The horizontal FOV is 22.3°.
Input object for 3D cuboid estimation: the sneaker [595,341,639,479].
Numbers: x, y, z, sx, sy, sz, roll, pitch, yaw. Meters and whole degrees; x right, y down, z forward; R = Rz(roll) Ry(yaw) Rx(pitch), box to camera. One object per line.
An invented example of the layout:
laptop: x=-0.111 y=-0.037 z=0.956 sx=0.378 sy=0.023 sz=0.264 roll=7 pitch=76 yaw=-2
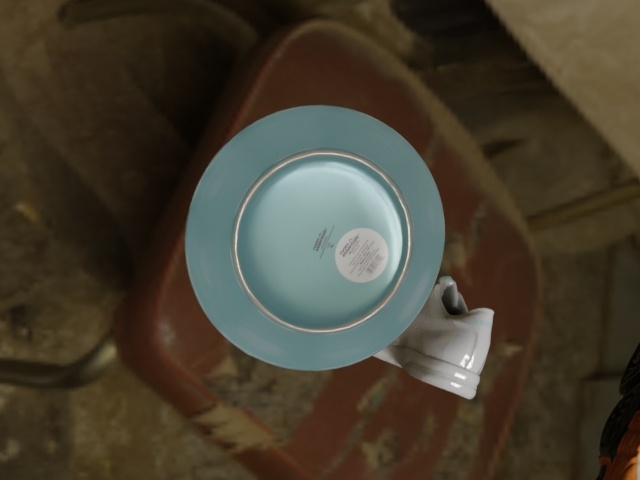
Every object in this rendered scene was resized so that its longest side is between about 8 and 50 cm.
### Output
sneaker: x=0.210 y=0.140 z=0.872 sx=0.121 sy=0.099 sz=0.262 roll=25 pitch=86 yaw=-5

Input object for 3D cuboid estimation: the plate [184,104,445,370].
plate: x=0.000 y=0.000 z=1.124 sx=0.188 sy=0.024 sz=0.188 roll=-2 pitch=97 yaw=-14

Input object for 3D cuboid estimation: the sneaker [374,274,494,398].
sneaker: x=0.085 y=0.070 z=1.460 sx=0.080 sy=0.212 sz=0.094 roll=23 pitch=90 yaw=-37
